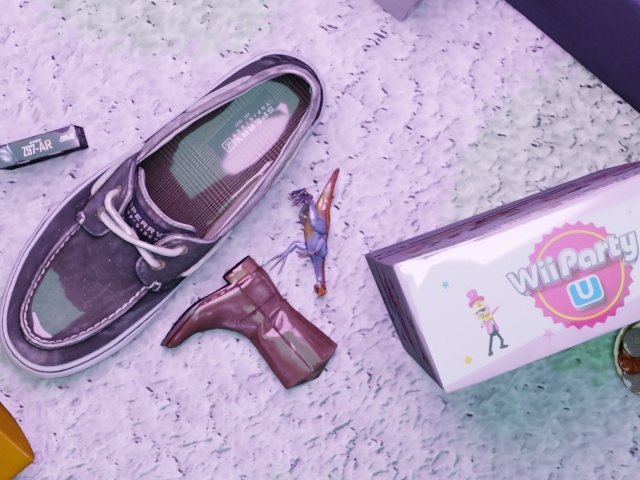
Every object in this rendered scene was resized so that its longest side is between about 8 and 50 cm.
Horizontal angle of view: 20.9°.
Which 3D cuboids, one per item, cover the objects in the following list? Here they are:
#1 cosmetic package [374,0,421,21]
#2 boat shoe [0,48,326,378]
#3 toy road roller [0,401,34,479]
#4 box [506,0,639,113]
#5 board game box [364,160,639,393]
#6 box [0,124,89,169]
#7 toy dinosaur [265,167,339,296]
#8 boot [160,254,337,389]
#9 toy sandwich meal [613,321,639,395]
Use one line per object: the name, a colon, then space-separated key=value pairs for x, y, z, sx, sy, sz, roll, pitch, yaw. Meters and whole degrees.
cosmetic package: x=0.047 y=-0.288 z=1.334 sx=0.184 sy=0.151 sz=0.151 roll=39 pitch=89 yaw=-3
boat shoe: x=-0.130 y=-0.028 z=1.348 sx=0.121 sy=0.119 sz=0.335 roll=42 pitch=89 yaw=-2
toy road roller: x=-0.399 y=0.106 z=1.329 sx=0.202 sy=0.240 sz=0.329 roll=-38 pitch=129 yaw=-1
box: x=0.456 y=-0.243 z=1.277 sx=0.480 sy=0.297 sz=0.472 roll=40 pitch=87 yaw=-2
board game box: x=0.160 y=0.017 z=1.268 sx=0.224 sy=0.303 sz=0.097 roll=-21 pitch=90 yaw=-1
box: x=-0.219 y=-0.072 z=1.362 sx=0.067 sy=0.083 sz=0.018 roll=-16 pitch=93 yaw=-1
toy dinosaur: x=0.000 y=0.000 z=1.395 sx=0.090 sy=0.047 sz=0.082 roll=-31 pitch=110 yaw=-11
boot: x=-0.056 y=0.086 z=1.398 sx=0.106 sy=0.037 sz=0.114 roll=-41 pitch=97 yaw=1
toy sandwich meal: x=0.280 y=0.091 z=1.410 sx=0.086 sy=0.029 sz=0.085 roll=0 pitch=91 yaw=-2
